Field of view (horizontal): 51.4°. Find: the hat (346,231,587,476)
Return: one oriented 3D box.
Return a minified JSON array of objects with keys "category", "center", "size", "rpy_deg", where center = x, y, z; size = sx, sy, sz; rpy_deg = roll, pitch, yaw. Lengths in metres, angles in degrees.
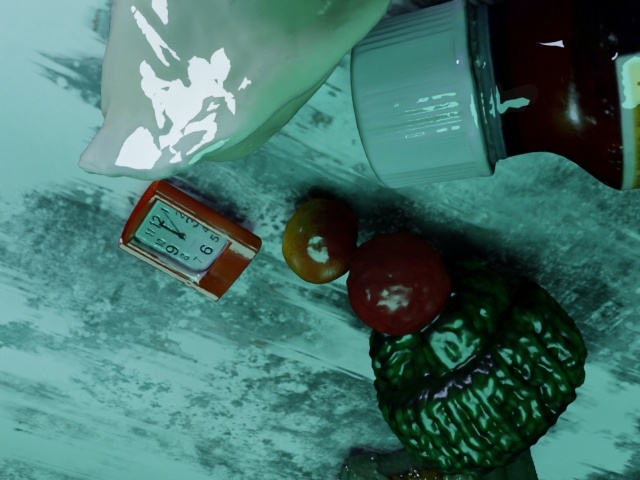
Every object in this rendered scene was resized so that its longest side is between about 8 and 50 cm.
[{"category":"hat","center":[0.148,0.116,0.846],"size":[0.274,0.242,0.332],"rpy_deg":[-44,110,4]}]

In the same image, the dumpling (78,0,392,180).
[{"category":"dumpling","center":[-0.103,-0.161,0.591],"size":[0.318,0.243,0.187],"rpy_deg":[-17,128,31]}]

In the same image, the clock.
[{"category":"clock","center":[-0.166,-0.005,0.848],"size":[0.155,0.061,0.113],"rpy_deg":[31,124,-18]}]

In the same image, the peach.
[{"category":"peach","center":[0.000,0.000,0.820],"size":[0.100,0.101,0.101],"rpy_deg":[1,130,1]}]

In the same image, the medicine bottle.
[{"category":"medicine bottle","center":[0.230,-0.164,0.604],"size":[0.395,0.242,0.242],"rpy_deg":[-2,131,21]}]

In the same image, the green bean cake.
[{"category":"green bean cake","center":[0.193,0.467,1.164],"size":[0.307,0.169,0.300],"rpy_deg":[15,129,-9]}]
